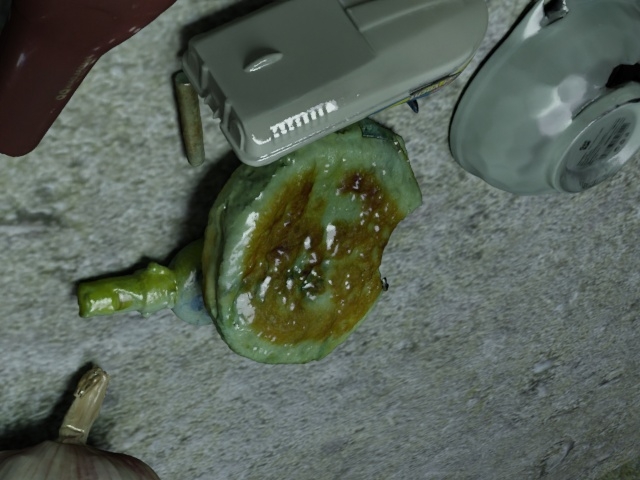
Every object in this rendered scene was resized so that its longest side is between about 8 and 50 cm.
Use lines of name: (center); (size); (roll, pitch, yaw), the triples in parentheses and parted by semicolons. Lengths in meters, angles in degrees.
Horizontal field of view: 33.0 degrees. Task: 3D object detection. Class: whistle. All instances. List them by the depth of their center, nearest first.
whistle: (-0.158, 0.046, 1.126); (0.198, 0.057, 0.104); (-8, 129, -28)

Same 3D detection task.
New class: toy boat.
toy boat: (0.020, -0.154, 0.951); (0.269, 0.141, 0.141); (-20, 146, -28)

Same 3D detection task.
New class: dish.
dish: (0.294, -0.147, 1.241); (0.303, 0.120, 0.303); (-25, 149, -17)

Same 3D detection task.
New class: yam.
yam: (-0.118, -0.108, 0.981); (0.021, 0.021, 0.116); (-26, 148, -17)

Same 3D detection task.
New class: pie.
pie: (-0.006, 0.000, 1.136); (0.302, 0.067, 0.302); (-27, 132, -35)

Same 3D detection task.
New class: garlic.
garlic: (-0.278, 0.259, 1.195); (0.245, 0.245, 0.253); (6, 93, -49)

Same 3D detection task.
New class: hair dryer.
hair dryer: (-0.089, -0.206, 0.831); (0.340, 0.123, 0.312); (-20, 158, -44)
